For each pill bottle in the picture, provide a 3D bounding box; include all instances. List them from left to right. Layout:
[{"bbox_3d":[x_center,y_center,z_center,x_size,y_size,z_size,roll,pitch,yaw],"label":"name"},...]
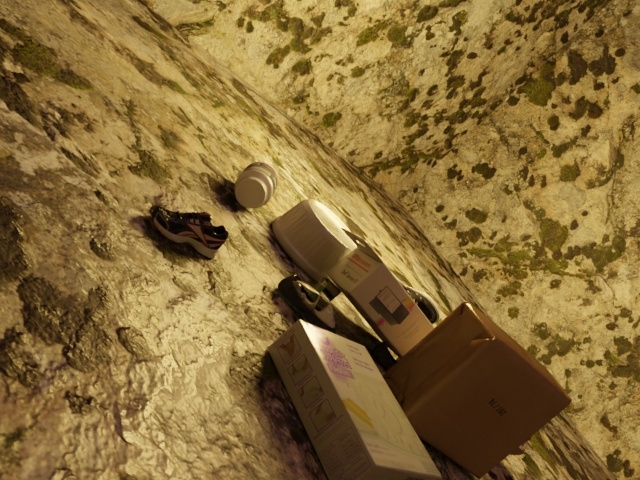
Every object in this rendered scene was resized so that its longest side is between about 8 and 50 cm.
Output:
[{"bbox_3d":[-0.179,-0.148,1.841,0.108,0.108,0.180,44,15,-10],"label":"pill bottle"}]

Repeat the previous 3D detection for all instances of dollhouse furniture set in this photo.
[{"bbox_3d":[0.005,0.136,1.657,0.058,0.076,0.152,49,14,1],"label":"dollhouse furniture set"}]

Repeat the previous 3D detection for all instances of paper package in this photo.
[{"bbox_3d":[0.366,0.361,1.598,0.325,0.309,0.168,40,11,-27],"label":"paper package"}]

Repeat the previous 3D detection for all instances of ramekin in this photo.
[{"bbox_3d":[0.000,0.000,1.908,0.273,0.127,0.273,43,15,-15],"label":"ramekin"}]

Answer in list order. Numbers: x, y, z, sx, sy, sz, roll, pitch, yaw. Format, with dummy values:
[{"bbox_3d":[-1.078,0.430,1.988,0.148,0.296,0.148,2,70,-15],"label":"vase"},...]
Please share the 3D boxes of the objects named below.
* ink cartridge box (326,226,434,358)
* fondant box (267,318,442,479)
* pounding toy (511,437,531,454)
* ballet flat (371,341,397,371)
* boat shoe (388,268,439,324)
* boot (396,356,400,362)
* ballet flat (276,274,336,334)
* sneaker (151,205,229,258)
[{"bbox_3d":[0.144,0.145,1.745,0.353,0.119,0.207,51,-6,-18],"label":"ink cartridge box"},{"bbox_3d":[0.061,0.324,1.269,0.238,0.096,0.330,30,20,-47],"label":"fondant box"},{"bbox_3d":[0.497,0.464,1.908,0.269,0.154,0.155,48,43,5],"label":"pounding toy"},{"bbox_3d":[0.205,0.334,1.739,0.173,0.049,0.057,44,15,-11],"label":"ballet flat"},{"bbox_3d":[0.277,0.194,2.217,0.301,0.108,0.102,40,15,-14],"label":"boat shoe"},{"bbox_3d":[0.264,0.349,1.861,0.084,0.059,0.158,48,15,27],"label":"boot"},{"bbox_3d":[-0.015,0.159,1.550,0.203,0.074,0.074,48,14,5],"label":"ballet flat"},{"bbox_3d":[-0.261,-0.034,1.359,0.178,0.077,0.072,30,20,-46],"label":"sneaker"}]
